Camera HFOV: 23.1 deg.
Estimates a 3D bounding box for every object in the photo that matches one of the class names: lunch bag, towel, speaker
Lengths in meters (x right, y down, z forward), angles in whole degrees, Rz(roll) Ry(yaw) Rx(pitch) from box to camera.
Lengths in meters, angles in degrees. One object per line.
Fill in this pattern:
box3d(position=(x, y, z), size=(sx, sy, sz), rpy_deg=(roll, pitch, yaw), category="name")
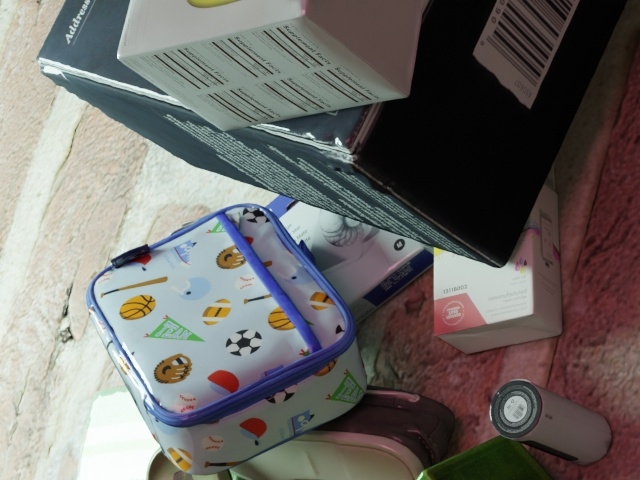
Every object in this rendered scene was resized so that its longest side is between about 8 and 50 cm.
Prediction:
box3d(position=(-0.095, 0.086, 1.601), size=(0.243, 0.115, 0.303), rpy_deg=(-26, 40, -10), category="lunch bag")
box3d(position=(-0.185, 0.311, 1.737), size=(0.248, 0.038, 0.325), rpy_deg=(-10, 61, 32), category="towel")
box3d(position=(0.213, 0.168, 1.432), size=(0.055, 0.136, 0.055), rpy_deg=(-14, 65, 33), category="speaker")

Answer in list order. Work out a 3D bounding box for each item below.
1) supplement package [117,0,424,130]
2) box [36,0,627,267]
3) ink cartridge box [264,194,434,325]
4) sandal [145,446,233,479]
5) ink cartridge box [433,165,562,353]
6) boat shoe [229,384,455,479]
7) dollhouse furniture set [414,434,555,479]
box3d(position=(-0.034, -0.221, 1.322), size=(0.203, 0.149, 0.194), rpy_deg=(-7, 64, 37), category="supplement package")
box3d(position=(0.038, -0.285, 1.595), size=(0.472, 0.297, 0.480), rpy_deg=(20, 82, 41), category="box")
box3d(position=(0.000, 0.000, 1.738), size=(0.223, 0.045, 0.224), rpy_deg=(-40, 50, 16), category="ink cartridge box")
box3d(position=(-0.119, 0.347, 1.587), size=(0.120, 0.086, 0.302), rpy_deg=(-24, 74, 8), category="sandal")
box3d(position=(0.178, 0.005, 1.585), size=(0.115, 0.067, 0.198), rpy_deg=(-15, 59, 31), category="ink cartridge box")
box3d(position=(-0.013, 0.192, 1.620), size=(0.335, 0.112, 0.095), rpy_deg=(7, 38, 35), category="boat shoe")
box3d(position=(0.178, 0.359, 1.414), size=(0.301, 0.151, 0.197), rpy_deg=(48, 122, 24), category="dollhouse furniture set")
